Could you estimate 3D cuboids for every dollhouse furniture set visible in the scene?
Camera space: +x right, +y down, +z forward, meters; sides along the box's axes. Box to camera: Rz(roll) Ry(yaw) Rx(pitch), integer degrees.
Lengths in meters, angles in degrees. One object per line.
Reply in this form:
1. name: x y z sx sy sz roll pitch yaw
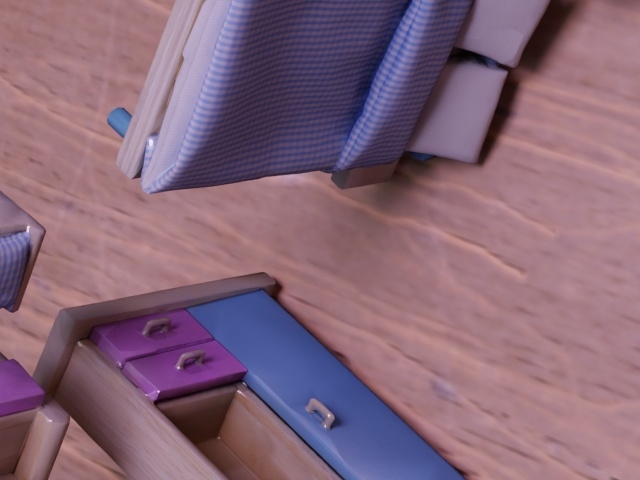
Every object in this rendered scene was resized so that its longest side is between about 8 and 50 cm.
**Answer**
1. dollhouse furniture set: 0.000 0.000 0.804 0.198 0.286 0.303 41 121 29
